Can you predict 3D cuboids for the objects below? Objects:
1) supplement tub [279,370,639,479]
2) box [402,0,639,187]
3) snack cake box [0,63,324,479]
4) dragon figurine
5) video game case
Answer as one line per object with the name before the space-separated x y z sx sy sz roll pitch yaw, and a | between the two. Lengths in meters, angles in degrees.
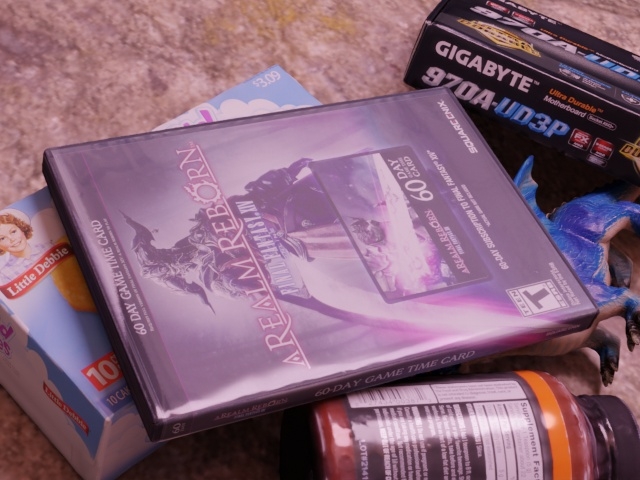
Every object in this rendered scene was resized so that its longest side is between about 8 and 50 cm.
supplement tub | 0.082 0.128 0.725 0.197 0.106 0.106 -1 53 -16
box | 0.181 -0.114 0.931 0.220 0.051 0.175 25 25 5
snack cake box | -0.079 0.013 0.784 0.264 0.089 0.152 -33 68 -33
dragon figurine | 0.148 0.005 0.850 0.144 0.085 0.289 22 52 2
video game case | 0.000 0.000 0.735 0.274 0.026 0.196 -11 53 -25
